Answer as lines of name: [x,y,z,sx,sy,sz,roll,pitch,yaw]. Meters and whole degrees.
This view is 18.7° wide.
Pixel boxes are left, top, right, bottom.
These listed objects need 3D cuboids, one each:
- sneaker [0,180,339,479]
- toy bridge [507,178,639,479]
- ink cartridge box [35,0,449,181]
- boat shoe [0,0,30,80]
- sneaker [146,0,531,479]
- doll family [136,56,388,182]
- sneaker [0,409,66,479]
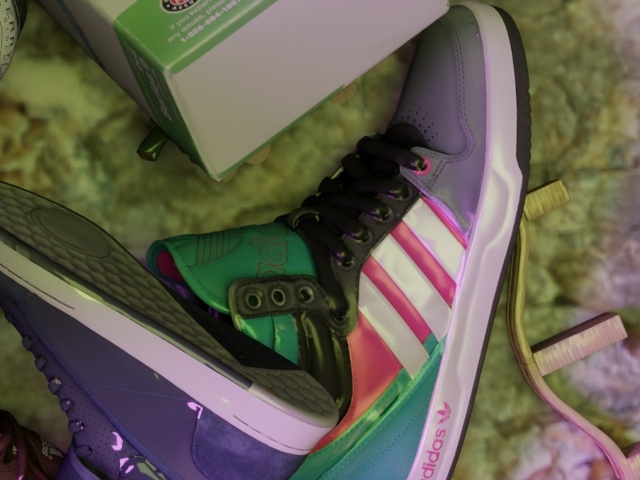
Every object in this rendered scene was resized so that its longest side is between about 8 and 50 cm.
sneaker: [-0.128,0.085,0.967,0.226,0.086,0.163,36,108,1]
toy bridge: [0.147,0.062,1.136,0.063,0.026,0.188,-24,96,-9]
ink cartridge box: [-0.063,-0.155,0.990,0.154,0.212,0.093,-37,141,-10]
boat shoe: [-0.308,-0.100,0.985,0.335,0.119,0.121,2,104,7]
sneaker: [0.000,0.000,1.058,0.178,0.124,0.296,12,89,-23]
doll family: [-0.028,-0.117,1.060,0.193,0.111,0.076,-33,123,-12]
sneaker: [-0.191,0.073,1.032,0.162,0.106,0.281,16,92,-23]
